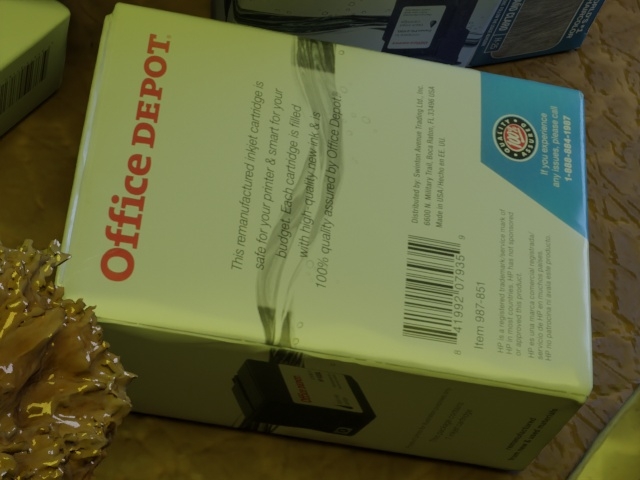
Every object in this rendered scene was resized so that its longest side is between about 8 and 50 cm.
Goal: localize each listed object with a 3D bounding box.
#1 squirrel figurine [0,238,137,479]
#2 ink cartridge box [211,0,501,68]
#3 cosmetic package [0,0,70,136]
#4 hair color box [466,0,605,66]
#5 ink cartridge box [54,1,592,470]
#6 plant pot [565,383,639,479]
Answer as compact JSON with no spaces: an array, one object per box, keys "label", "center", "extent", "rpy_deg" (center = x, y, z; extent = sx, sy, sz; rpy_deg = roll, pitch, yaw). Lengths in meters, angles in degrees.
[{"label":"squirrel figurine","center":[-0.213,0.178,0.625],"extent":[0.281,0.370,0.397],"rpy_deg":[4,59,-11]},{"label":"ink cartridge box","center":[0.029,-0.189,0.983],"extent":[0.172,0.237,0.100],"rpy_deg":[4,62,-12]},{"label":"cosmetic package","center":[-0.385,-0.095,0.907],"extent":[0.284,0.097,0.377],"rpy_deg":[40,59,8]},{"label":"hair color box","center":[0.111,-0.322,1.118],"extent":[0.105,0.174,0.347],"rpy_deg":[-13,64,-20]},{"label":"ink cartridge box","center":[0.000,0.000,0.926],"extent":[0.308,0.129,0.223],"rpy_deg":[10,59,-8]},{"label":"plant pot","center":[0.315,0.205,0.797],"extent":[0.305,0.334,0.334],"rpy_deg":[40,58,-2]}]
